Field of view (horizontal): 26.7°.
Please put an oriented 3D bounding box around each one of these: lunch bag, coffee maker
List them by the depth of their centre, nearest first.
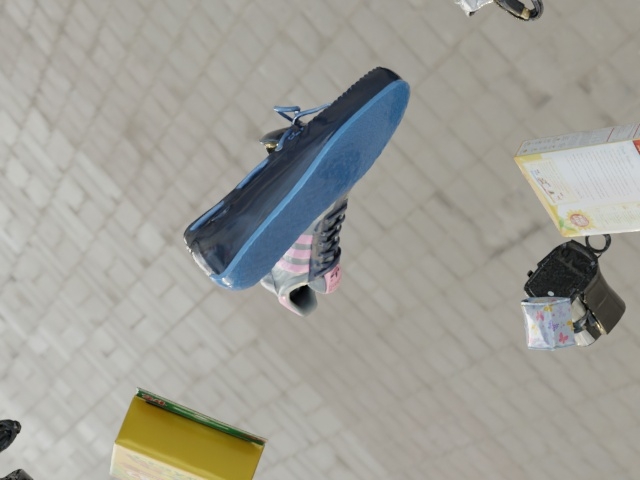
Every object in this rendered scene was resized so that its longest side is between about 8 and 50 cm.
[{"bbox_3d":[0.315,0.115,1.891,0.083,0.053,0.071,-6,93,62],"label":"lunch bag"},{"bbox_3d":[0.457,0.085,2.321,0.178,0.171,0.120,41,-159,-53],"label":"coffee maker"}]

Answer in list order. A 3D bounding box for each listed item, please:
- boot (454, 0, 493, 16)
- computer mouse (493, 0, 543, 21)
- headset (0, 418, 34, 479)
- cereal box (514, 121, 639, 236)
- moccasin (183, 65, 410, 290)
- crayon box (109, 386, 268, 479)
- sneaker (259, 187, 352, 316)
[{"bbox_3d":[0.169,-0.351,1.789,0.258,0.095,0.123,-2,114,52],"label":"boot"},{"bbox_3d":[0.143,-0.285,1.438,0.242,0.041,0.071,21,141,-24],"label":"computer mouse"},{"bbox_3d":[-0.265,0.299,1.288,0.394,0.185,0.243,20,147,44],"label":"headset"},{"bbox_3d":[0.424,-0.086,1.970,0.240,0.047,0.173,-6,130,43],"label":"cereal box"},{"bbox_3d":[-0.037,-0.097,1.649,0.117,0.342,0.137,39,167,28],"label":"moccasin"},{"bbox_3d":[-0.199,0.316,1.967,0.202,0.081,0.318,22,158,-1],"label":"crayon box"},{"bbox_3d":[0.000,0.000,1.940,0.131,0.112,0.319,50,149,9],"label":"sneaker"}]
